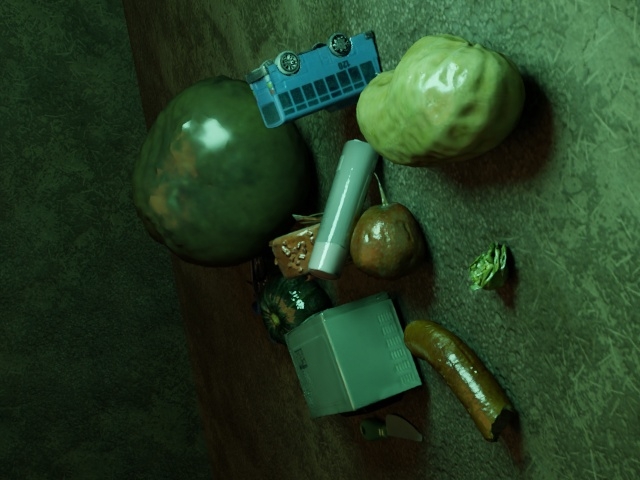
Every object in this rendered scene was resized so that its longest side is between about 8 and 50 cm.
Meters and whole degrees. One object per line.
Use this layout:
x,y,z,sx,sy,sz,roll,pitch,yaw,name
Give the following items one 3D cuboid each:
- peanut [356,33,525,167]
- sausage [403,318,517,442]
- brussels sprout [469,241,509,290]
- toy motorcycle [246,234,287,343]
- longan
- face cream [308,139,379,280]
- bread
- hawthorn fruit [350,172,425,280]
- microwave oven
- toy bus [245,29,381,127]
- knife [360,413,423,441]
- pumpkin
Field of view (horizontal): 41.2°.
0.165,-0.209,1.303,0.387,0.169,0.192,178,83,-68,peanut
0.244,0.232,1.529,0.302,0.076,0.103,51,148,46,sausage
0.274,0.042,1.362,0.085,0.058,0.085,-168,90,-89,brussels sprout
-0.136,0.108,2.343,0.212,0.125,0.358,-133,36,-65,toy motorcycle
-0.220,-0.153,1.987,0.436,0.404,0.404,-60,39,15,longan
0.042,-0.056,1.648,0.107,0.073,0.269,75,-148,-77,face cream
0.000,0.000,1.797,0.224,0.212,0.142,-15,95,70,bread
0.131,-0.007,1.578,0.149,0.149,0.189,50,134,46,hawthorn fruit
0.069,0.250,1.834,0.237,0.181,0.295,70,158,8,microwave oven
-0.004,-0.300,1.583,0.116,0.234,0.133,-1,111,68,toy bus
0.162,0.426,1.941,0.260,0.034,0.063,-25,74,62,knife
-0.061,0.175,2.150,0.211,0.152,0.212,19,116,45,pumpkin
